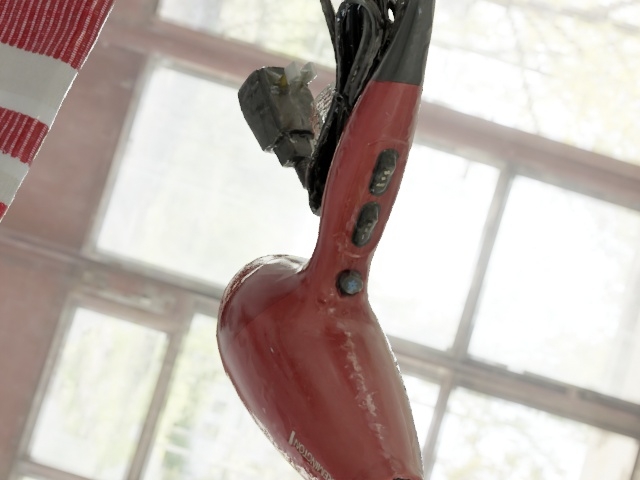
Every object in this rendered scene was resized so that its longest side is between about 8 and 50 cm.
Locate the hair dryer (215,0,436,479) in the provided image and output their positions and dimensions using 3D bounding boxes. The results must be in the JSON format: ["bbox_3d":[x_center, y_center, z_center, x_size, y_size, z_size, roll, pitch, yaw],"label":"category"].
[{"bbox_3d":[0.000,0.000,0.723,0.223,0.080,0.294,124,-40,-63],"label":"hair dryer"}]

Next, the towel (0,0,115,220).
[{"bbox_3d":[-0.310,-0.128,1.203,0.329,0.237,0.037,-64,158,-11],"label":"towel"}]
